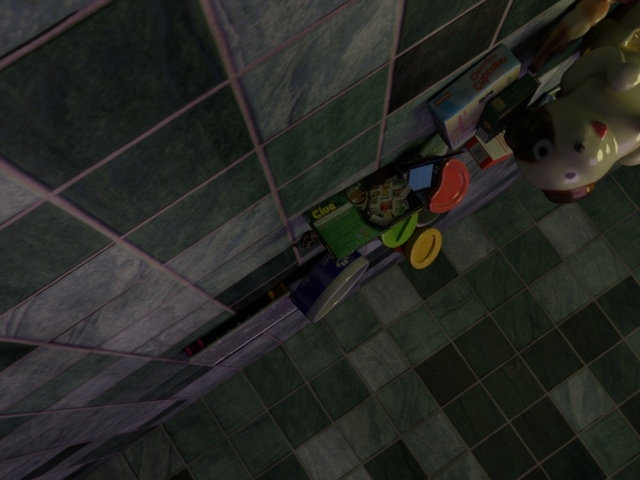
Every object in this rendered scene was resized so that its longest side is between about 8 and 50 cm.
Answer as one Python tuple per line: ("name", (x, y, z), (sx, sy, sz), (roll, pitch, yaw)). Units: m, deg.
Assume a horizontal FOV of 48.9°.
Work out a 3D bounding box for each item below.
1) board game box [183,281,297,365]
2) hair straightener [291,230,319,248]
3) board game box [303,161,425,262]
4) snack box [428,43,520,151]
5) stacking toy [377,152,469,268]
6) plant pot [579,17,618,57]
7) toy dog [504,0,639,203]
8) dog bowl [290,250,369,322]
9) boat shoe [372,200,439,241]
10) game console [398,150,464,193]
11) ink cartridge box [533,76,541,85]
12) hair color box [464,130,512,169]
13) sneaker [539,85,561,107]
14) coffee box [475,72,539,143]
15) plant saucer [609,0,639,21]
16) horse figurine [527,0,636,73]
("board game box", (-0.247, 0.284, 2.339), (0.390, 0.050, 0.390), (-34, 170, -4))
("hair straightener", (0.000, 0.000, 1.851), (0.089, 0.047, 0.230), (-43, 167, 35))
("board game box", (0.102, -0.068, 1.628), (0.259, 0.136, 0.030), (-30, 171, -21))
("snack box", (0.337, -0.298, 1.532), (0.187, 0.060, 0.322), (-38, 169, 8))
("stacking toy", (0.238, -0.103, 1.880), (0.279, 0.130, 0.309), (19, 100, -47))
("plant pot", (0.677, -0.469, 1.672), (0.134, 0.095, 0.134), (0, 148, 0))
("toy dog", (0.581, -0.276, 1.512), (0.408, 0.285, 0.395), (-42, -162, -21))
("dog bowl", (0.030, 0.131, 2.232), (0.265, 0.104, 0.265), (-45, 170, -10))
("boat shoe", (0.217, -0.066, 2.076), (0.320, 0.118, 0.103), (-23, 173, -32))
("game console", (0.265, -0.160, 1.709), (0.144, 0.085, 0.124), (-17, 123, -35))
("ink cartridge box", (0.508, -0.377, 1.802), (0.115, 0.029, 0.063), (-26, 167, -34))
("hair color box", (0.504, -0.274, 2.072), (0.167, 0.093, 0.053), (-24, 166, -44))
("sneaker", (0.764, -0.446, 2.135), (0.237, 0.085, 0.086), (-32, 174, -24))
("coffee box", (0.402, -0.282, 1.530), (0.113, 0.040, 0.184), (-38, 169, -5))
("plant saucer", (0.829, -0.568, 1.801), (0.332, 0.084, 0.332), (-33, 169, -7))
("horse figurine", (0.539, -0.449, 1.481), (0.263, 0.066, 0.174), (-38, 174, 20))
